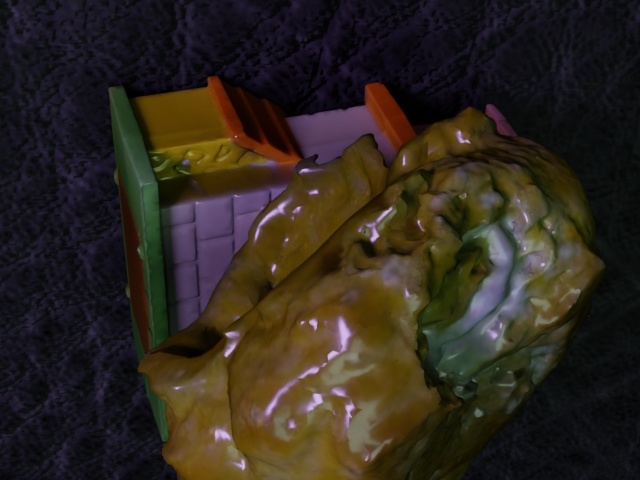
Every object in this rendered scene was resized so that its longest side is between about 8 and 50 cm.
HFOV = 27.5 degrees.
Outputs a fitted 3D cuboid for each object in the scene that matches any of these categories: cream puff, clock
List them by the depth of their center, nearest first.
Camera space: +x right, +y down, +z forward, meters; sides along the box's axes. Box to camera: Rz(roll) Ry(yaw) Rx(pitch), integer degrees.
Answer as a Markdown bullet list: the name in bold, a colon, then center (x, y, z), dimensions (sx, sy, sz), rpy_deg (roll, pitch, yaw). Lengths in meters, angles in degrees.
- **cream puff**: center (0.018, 0.046, 0.719), dimensions (0.282, 0.185, 0.282), rpy_deg (-38, 157, -20)
- **clock**: center (0.000, 0.000, 0.871), dimensions (0.255, 0.106, 0.220), rpy_deg (-10, 130, -15)
